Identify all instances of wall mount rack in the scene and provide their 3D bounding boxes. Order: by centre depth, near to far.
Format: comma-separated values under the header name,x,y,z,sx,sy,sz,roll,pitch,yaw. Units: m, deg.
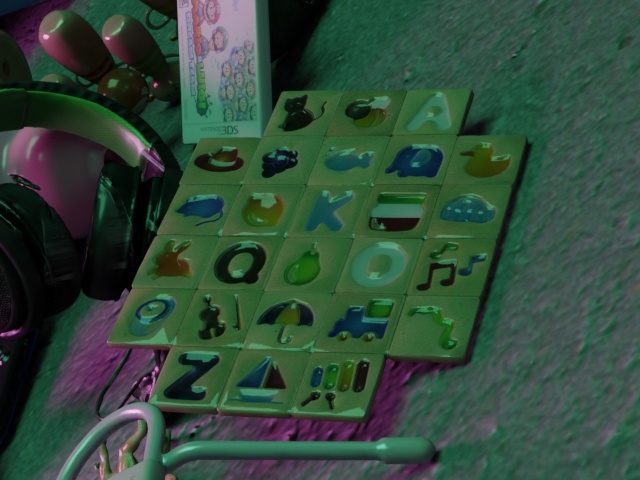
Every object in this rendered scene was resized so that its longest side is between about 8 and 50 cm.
name,x,y,z,sx,sy,sz,roll,pitch,yaw
wall mount rack,-0.082,0.237,1.090,0.304,0.130,0.350,-33,29,25

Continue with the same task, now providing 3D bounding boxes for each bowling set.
name,x,y,z,sx,sy,sz,roll,pitch,yaw
bowling set,-0.223,-0.157,1.830,0.287,0.154,0.200,-38,47,8

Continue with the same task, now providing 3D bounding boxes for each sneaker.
name,x,y,z,sx,sy,sz,roll,pitch,yaw
sneaker,-0.009,-0.303,1.760,0.162,0.106,0.281,-26,31,23

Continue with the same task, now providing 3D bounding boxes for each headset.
name,x,y,z,sx,sy,sz,roll,pitch,yaw
headset,-0.209,-0.010,1.472,0.394,0.243,0.185,59,147,32

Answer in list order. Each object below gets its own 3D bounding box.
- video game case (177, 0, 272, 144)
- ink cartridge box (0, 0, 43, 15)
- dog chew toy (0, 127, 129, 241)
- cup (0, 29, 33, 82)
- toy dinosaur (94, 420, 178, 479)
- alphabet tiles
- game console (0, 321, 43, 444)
name,x,y,z,sx,sy,sz,roll,pitch,yaw
video game case,-0.095,-0.173,1.669,0.143,0.019,0.157,3,96,54
ink cartridge box,-0.567,-0.339,2.305,0.395,0.151,0.270,-23,13,-35
dog chew toy,-0.332,-0.049,1.739,0.332,0.206,0.207,-10,41,34
cup,-0.471,-0.152,1.974,0.237,0.331,0.331,-2,42,15
toy dinosaur,-0.142,0.185,1.327,0.183,0.053,0.093,-24,48,45
alphabet tiles,0.000,0.000,1.308,0.285,0.011,0.342,0,46,23
game console,-0.432,0.110,1.647,0.293,0.173,0.250,-26,35,30
